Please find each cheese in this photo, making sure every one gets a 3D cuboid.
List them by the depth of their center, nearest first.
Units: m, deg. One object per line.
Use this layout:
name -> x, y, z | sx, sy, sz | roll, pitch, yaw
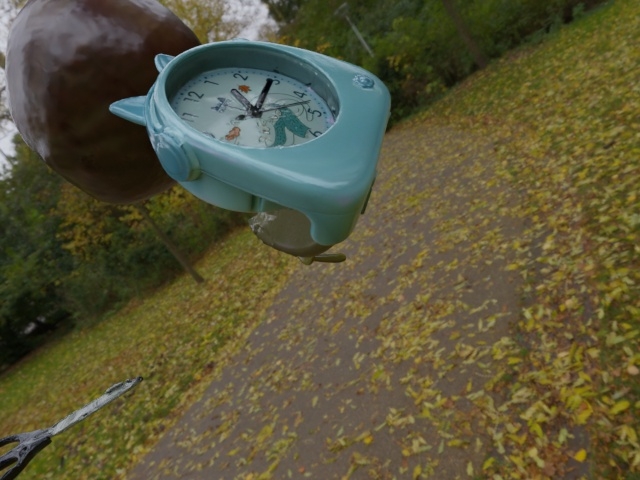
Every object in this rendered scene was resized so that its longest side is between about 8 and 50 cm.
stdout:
cheese -> -0.024, -0.074, 0.914 | 0.091, 0.175, 0.202 | -73, 6, -70

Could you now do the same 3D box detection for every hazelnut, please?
hazelnut -> -0.389, -0.276, 0.959 | 0.353, 0.420, 0.421 | -5, 19, 9

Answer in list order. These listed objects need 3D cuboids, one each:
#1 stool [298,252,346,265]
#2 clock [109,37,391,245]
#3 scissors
stool -> 0.000, 0.000, 1.267 | 0.110, 0.135, 0.134 | -13, -9, -25
clock -> -0.068, -0.123, 0.534 | 0.094, 0.274, 0.223 | 103, -175, -49
scissors -> -0.433, 0.310, 0.821 | 0.300, 0.022, 0.109 | -31, 31, -18
